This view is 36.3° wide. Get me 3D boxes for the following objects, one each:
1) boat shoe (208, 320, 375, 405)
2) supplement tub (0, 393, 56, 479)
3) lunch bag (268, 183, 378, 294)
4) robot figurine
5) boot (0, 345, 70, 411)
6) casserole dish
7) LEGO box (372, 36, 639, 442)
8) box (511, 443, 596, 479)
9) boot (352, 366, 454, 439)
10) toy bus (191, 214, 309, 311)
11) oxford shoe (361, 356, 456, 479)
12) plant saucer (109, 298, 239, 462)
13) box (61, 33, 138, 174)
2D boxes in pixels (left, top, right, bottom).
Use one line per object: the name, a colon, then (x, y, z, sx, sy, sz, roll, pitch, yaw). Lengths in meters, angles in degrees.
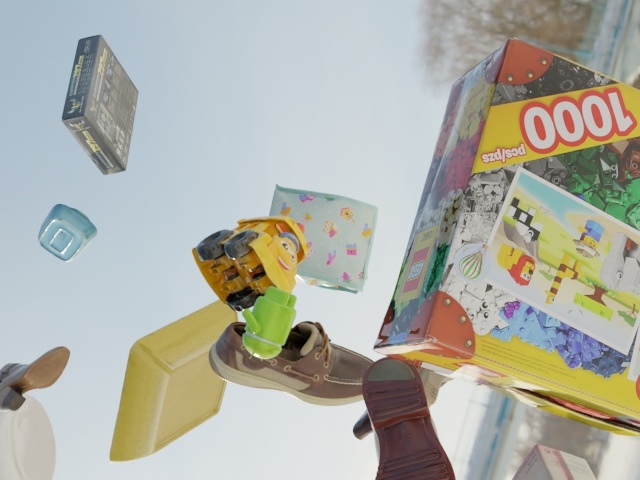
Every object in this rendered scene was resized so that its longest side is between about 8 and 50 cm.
boat shoe: (-0.030, 0.214, 1.815, 0.123, 0.341, 0.123, -99, 31, -49)
supplement tub: (-0.721, 0.441, 1.966, 0.228, 0.316, 0.228, -11, -90, -81)
lunch bag: (0.000, 0.000, 2.356, 0.160, 0.262, 0.224, 69, -147, -76)
robot figurine: (-0.079, 0.131, 1.510, 0.101, 0.067, 0.115, 29, -98, -63)
boot: (-0.389, 0.176, 1.278, 0.118, 0.087, 0.042, -46, -59, -22)
casserole dish: (-0.571, -0.010, 2.179, 0.188, 0.114, 0.037, -41, 18, 48)
LEGO box: (0.365, 0.033, 1.195, 0.193, 0.500, 0.373, 150, 139, -73)
box: (0.467, 0.536, 1.898, 0.232, 0.126, 0.149, -102, 36, -64)
boot: (0.179, 0.311, 2.068, 0.090, 0.206, 0.248, 53, -147, -7)
toy bus: (-0.098, 0.020, 1.836, 0.211, 0.220, 0.149, -39, -70, -32)
oxford shoe: (0.142, 0.350, 1.461, 0.130, 0.122, 0.348, 69, -166, -54)
plant saucer: (-0.303, 0.320, 2.167, 0.332, 0.081, 0.333, -26, -42, -52)
box: (-0.455, -0.282, 2.033, 0.183, 0.059, 0.233, 63, -158, -52)
